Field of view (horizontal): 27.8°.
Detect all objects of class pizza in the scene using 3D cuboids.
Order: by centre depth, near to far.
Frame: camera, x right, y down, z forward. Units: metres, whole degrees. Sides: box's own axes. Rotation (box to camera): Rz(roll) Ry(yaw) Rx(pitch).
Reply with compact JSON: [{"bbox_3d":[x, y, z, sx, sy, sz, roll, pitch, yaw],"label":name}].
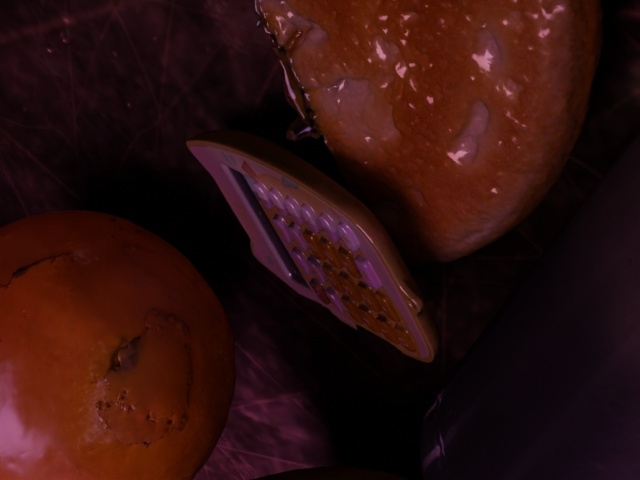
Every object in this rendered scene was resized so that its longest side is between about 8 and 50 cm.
[{"bbox_3d":[0.055,-0.112,0.765,0.228,0.081,0.289,34,142,16],"label":"pizza"}]

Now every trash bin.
[{"bbox_3d":[0.206,0.063,0.704,0.252,0.203,0.301,65,145,31],"label":"trash bin"}]

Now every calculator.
[{"bbox_3d":[0.000,0.000,0.855,0.236,0.033,0.157,31,155,52],"label":"calculator"}]

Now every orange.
[{"bbox_3d":[-0.187,0.099,0.985,0.246,0.246,0.246,19,131,23],"label":"orange"}]

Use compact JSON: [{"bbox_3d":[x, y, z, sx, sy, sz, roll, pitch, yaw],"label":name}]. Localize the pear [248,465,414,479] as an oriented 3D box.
[{"bbox_3d":[-0.005,0.333,0.967,0.413,0.352,0.352,-23,108,23],"label":"pear"}]
